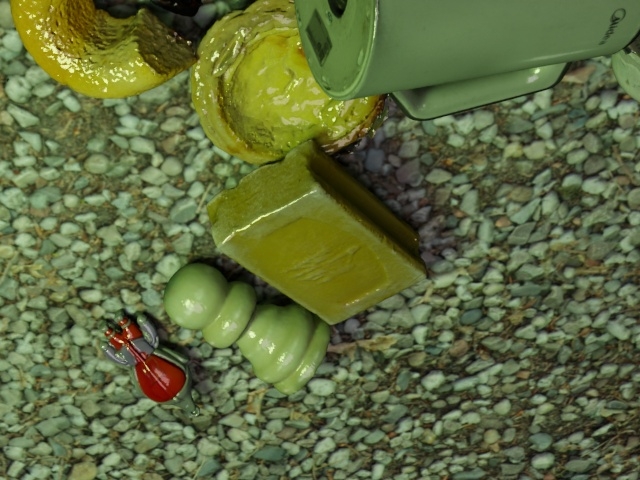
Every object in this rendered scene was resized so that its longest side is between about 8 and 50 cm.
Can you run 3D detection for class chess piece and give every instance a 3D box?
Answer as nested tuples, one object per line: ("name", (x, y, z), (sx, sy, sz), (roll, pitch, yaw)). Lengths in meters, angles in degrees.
("chess piece", (-0.124, 0.122, 1.801), (0.251, 0.144, 0.144), (31, 120, -19))

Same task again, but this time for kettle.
("kettle", (0.172, -0.275, 1.406), (0.377, 0.250, 0.361), (-10, 144, -19))

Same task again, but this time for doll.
("doll", (-0.268, 0.207, 1.886), (0.102, 0.075, 0.227), (-36, 113, 11))

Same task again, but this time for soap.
("soap", (0.000, 0.000, 1.684), (0.199, 0.091, 0.315), (-29, 142, 19))

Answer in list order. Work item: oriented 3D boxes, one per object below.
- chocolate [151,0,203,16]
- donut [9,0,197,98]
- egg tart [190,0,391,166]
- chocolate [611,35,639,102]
("chocolate", (-0.160, -0.365, 1.390), (0.133, 0.156, 0.156), (-32, 124, 30))
("donut", (-0.300, -0.262, 1.480), (0.259, 0.101, 0.152), (39, 128, -15))
("egg tart", (-0.039, -0.218, 1.563), (0.279, 0.095, 0.278), (-6, 130, -7))
("chocolate", (0.461, -0.257, 1.542), (0.221, 0.221, 0.147), (2, 156, -6))
